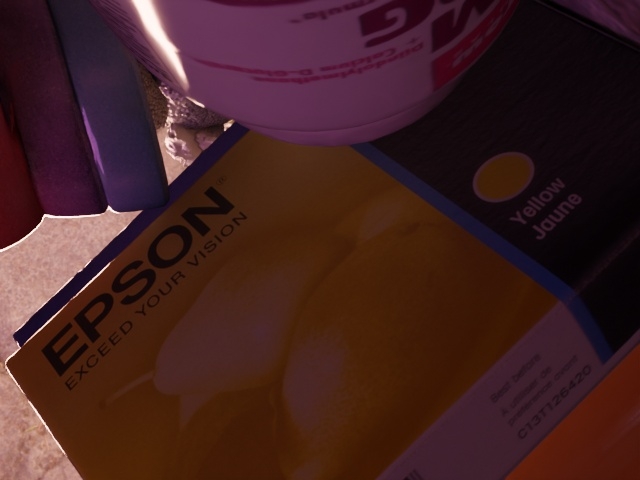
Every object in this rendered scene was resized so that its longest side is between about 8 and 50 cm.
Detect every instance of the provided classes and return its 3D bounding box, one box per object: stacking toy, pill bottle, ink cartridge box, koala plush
[{"bbox_3d":[-0.143,-0.164,0.668,0.309,0.130,0.279,-118,14,-58],"label":"stacking toy"},{"bbox_3d":[-0.009,-0.123,0.399,0.160,0.160,0.283,43,178,9],"label":"pill bottle"},{"bbox_3d":[0.000,0.000,0.631,0.307,0.303,0.072,39,172,46],"label":"ink cartridge box"},{"bbox_3d":[-0.166,-0.183,1.401,0.221,0.196,0.203,18,165,-41],"label":"koala plush"}]

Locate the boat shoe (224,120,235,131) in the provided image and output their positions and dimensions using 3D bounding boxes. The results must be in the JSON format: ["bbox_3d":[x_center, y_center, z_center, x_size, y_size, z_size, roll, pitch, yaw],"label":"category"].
[{"bbox_3d":[0.010,-0.078,1.454,0.305,0.091,0.109,42,177,35],"label":"boat shoe"}]

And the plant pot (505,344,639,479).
[{"bbox_3d":[0.144,0.066,0.739,0.205,0.188,0.205,43,177,3],"label":"plant pot"}]
